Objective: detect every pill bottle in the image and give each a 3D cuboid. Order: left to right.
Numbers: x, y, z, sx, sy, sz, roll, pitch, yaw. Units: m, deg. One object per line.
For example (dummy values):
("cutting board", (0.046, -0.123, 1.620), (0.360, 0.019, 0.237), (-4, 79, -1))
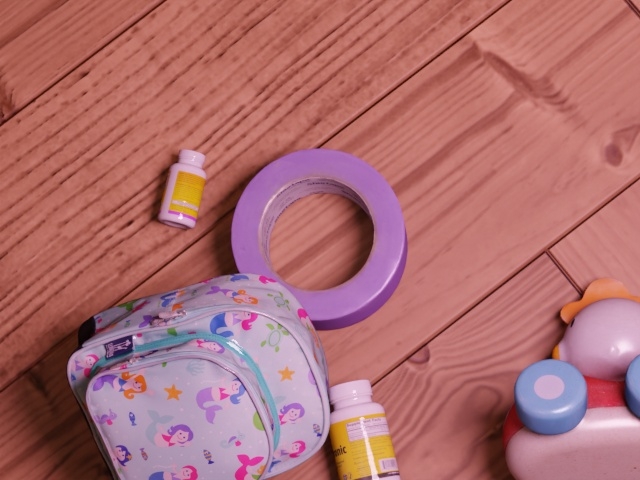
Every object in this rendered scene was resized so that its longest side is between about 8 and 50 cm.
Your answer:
("pill bottle", (-0.152, -0.057, 2.022), (0.043, 0.043, 0.083), (12, 80, 8))
("pill bottle", (0.043, 0.211, 1.940), (0.065, 0.065, 0.116), (-13, 77, 3))

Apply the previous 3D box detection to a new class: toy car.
("toy car", (0.288, 0.141, 1.892), (0.210, 0.219, 0.238), (-6, 49, 5))

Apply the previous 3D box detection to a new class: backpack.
("backpack", (-0.117, 0.159, 1.882), (0.253, 0.191, 0.225), (-19, 110, 3))

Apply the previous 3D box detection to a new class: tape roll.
("tape roll", (0.000, 0.000, 1.979), (0.189, 0.080, 0.189), (-1, 78, 5))
